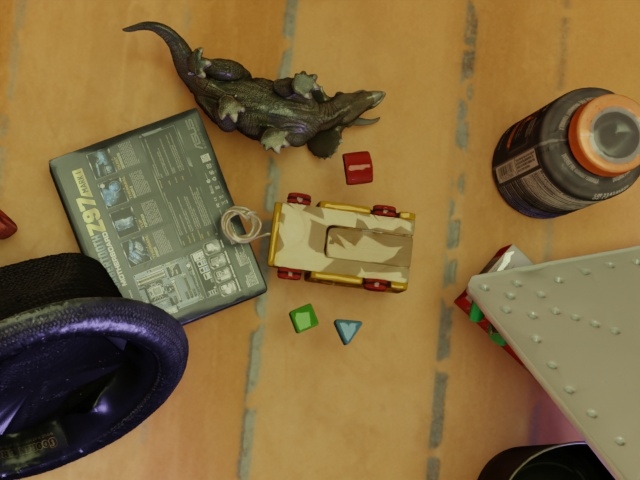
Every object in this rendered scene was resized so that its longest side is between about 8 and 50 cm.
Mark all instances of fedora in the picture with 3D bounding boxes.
[{"bbox_3d":[-0.314,0.119,1.462,0.334,0.334,0.152,-17,56,-12],"label":"fedora"}]

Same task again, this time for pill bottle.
[{"bbox_3d":[0.295,-0.102,1.582,0.130,0.246,0.130,1,84,-11],"label":"pill bottle"}]

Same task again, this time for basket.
[{"bbox_3d":[0.267,0.300,1.543,0.204,0.227,0.154,7,83,-9],"label":"basket"}]

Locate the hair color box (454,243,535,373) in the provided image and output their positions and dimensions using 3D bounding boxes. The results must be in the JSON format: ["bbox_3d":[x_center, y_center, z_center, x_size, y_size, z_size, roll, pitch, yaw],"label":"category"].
[{"bbox_3d":[0.255,0.095,1.652,0.167,0.053,0.093,44,77,-2],"label":"hair color box"}]

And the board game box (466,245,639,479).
[{"bbox_3d":[0.412,0.148,1.515,0.390,0.050,0.390,-9,41,-25],"label":"board game box"}]

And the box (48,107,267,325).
[{"bbox_3d":[-0.188,-0.014,1.579,0.183,0.059,0.232,-22,89,-12],"label":"box"}]

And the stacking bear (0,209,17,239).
[{"bbox_3d":[-0.488,0.041,1.475,0.164,0.175,0.289,42,86,-6],"label":"stacking bear"}]

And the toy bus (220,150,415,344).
[{"bbox_3d":[0.011,0.007,1.589,0.191,0.104,0.202,-37,88,-9],"label":"toy bus"}]

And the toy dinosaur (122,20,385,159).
[{"bbox_3d":[-0.084,-0.159,1.579,0.314,0.160,0.121,13,86,-2],"label":"toy dinosaur"}]
